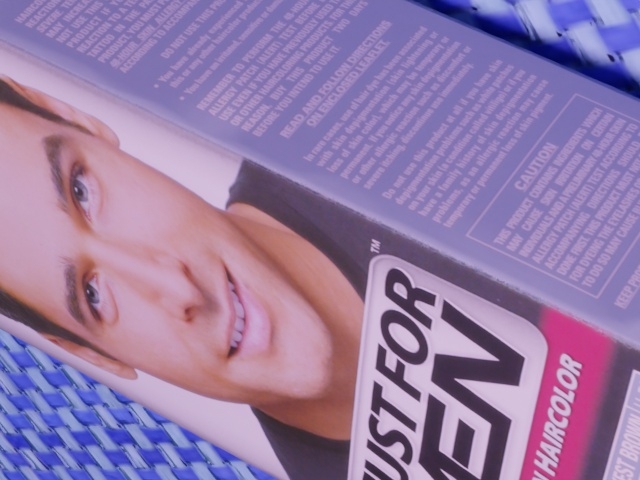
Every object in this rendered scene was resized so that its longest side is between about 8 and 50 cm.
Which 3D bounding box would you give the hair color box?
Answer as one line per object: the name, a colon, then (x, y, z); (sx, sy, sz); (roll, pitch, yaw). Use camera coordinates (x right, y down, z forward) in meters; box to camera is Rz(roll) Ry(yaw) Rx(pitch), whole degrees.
hair color box: (0.000, 0.000, 0.734); (0.374, 0.113, 0.185); (26, 142, 19)
